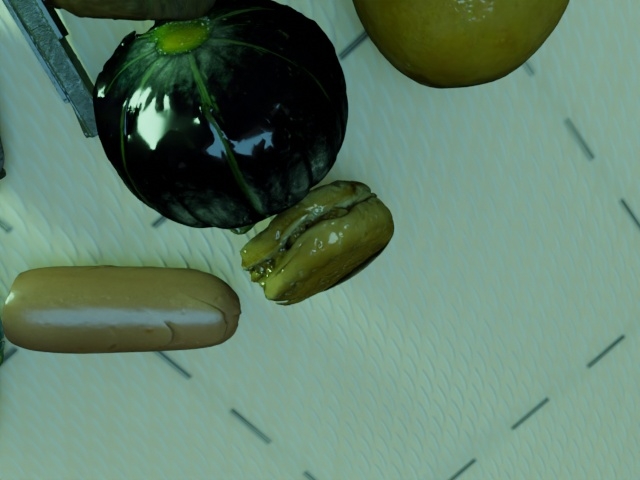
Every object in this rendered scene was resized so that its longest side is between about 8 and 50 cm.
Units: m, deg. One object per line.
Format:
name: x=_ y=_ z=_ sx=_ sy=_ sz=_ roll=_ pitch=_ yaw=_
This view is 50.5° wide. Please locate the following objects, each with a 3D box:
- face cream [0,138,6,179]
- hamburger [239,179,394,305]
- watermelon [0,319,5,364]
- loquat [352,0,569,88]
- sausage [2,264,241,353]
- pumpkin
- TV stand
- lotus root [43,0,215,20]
face cream: x=-0.437 y=-0.156 z=0.826 sx=0.075 sy=0.075 sz=0.229 roll=-6 pitch=111 yaw=-9
hamburger: x=0.001 y=-0.001 z=0.909 sx=0.214 sy=0.214 sz=0.108 roll=-34 pitch=75 yaw=2
watermelon: x=-0.513 y=0.162 z=0.880 sx=0.222 sy=0.292 sz=0.319 roll=-37 pitch=74 yaw=-27
loquat: x=0.165 y=-0.313 z=0.796 sx=0.263 sy=0.263 sz=0.263 roll=-4 pitch=111 yaw=-10
sausage: x=-0.263 y=0.095 z=0.933 sx=0.304 sy=0.121 sz=0.121 roll=2 pitch=110 yaw=-12
pumpkin: x=-0.098 y=-0.130 z=0.803 sx=0.296 sy=0.296 sz=0.295 roll=-4 pitch=111 yaw=-10
TV stand: x=-0.332 y=-0.248 z=0.826 sx=0.040 sy=0.049 sz=0.256 roll=-26 pitch=114 yaw=0
lotus root: x=-0.191 y=-0.396 z=0.629 sx=0.111 sy=0.374 sz=0.390 roll=-2 pitch=156 yaw=17
